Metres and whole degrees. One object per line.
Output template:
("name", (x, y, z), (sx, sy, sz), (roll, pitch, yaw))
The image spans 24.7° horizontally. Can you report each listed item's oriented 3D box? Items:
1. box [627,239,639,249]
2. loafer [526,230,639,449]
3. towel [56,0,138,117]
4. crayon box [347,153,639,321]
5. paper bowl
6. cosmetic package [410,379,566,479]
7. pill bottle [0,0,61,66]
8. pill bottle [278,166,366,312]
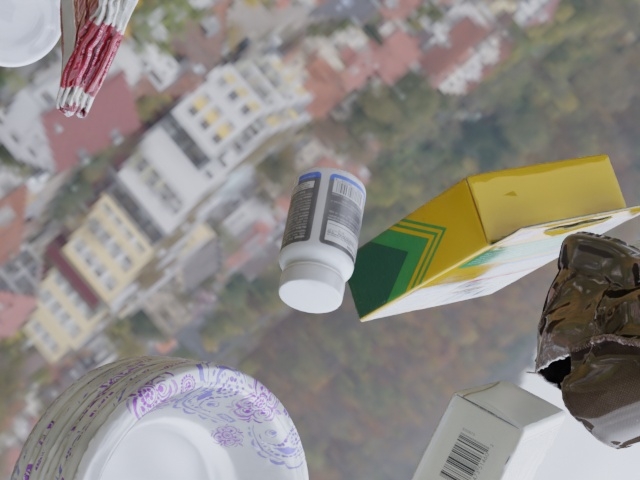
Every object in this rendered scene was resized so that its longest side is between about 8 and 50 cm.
("box", (0.325, 0.071, 1.587), (0.101, 0.087, 0.102), (-16, -138, 4))
("loafer", (0.232, 0.082, 0.935), (0.366, 0.134, 0.130), (-151, -95, -83))
("towel", (-0.169, -0.288, 1.209), (0.037, 0.237, 0.329), (9, 142, -22))
("crayon box", (0.192, -0.009, 1.622), (0.203, 0.083, 0.323), (-10, 167, -33))
("paper bowl", (-0.154, 0.243, 1.294), (0.148, 0.284, 0.284), (2, -150, 42))
("cosmetic package", (0.238, 0.294, 2.048), (0.160, 0.113, 0.309), (-64, 163, 6))
("pill bottle", (-0.380, -0.276, 1.709), (0.124, 0.124, 0.221), (-40, -155, -9))
("pill bottle", (0.000, 0.000, 1.501), (0.078, 0.078, 0.137), (-43, -150, 53))
